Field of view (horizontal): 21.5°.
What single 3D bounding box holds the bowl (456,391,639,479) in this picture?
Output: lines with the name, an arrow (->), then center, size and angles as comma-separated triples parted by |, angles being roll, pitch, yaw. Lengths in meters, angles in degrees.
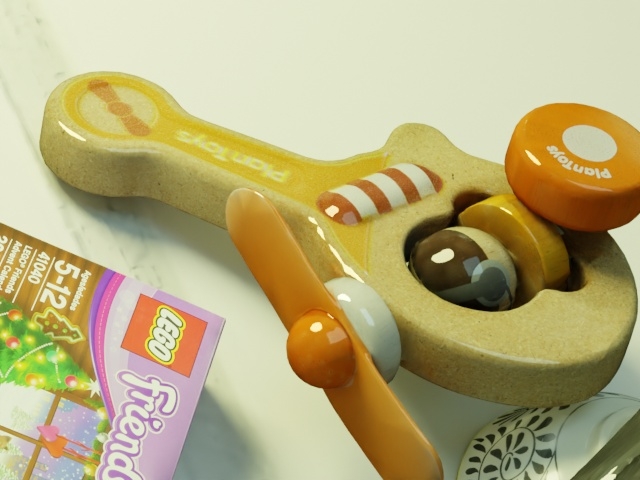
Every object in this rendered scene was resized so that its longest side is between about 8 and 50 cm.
bowl -> 0.167, 0.142, 0.920 | 0.170, 0.080, 0.170 | 14, 49, -17

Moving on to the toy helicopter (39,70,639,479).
toy helicopter -> 0.000, 0.000, 0.933 | 0.355, 0.140, 0.235 | 21, 42, 9

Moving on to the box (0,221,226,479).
box -> -0.178, 0.117, 0.784 | 0.200, 0.057, 0.293 | 24, 46, -8

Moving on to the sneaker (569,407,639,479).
sneaker -> 0.200, 0.197, 0.700 | 0.257, 0.447, 0.169 | 46, 13, 3
